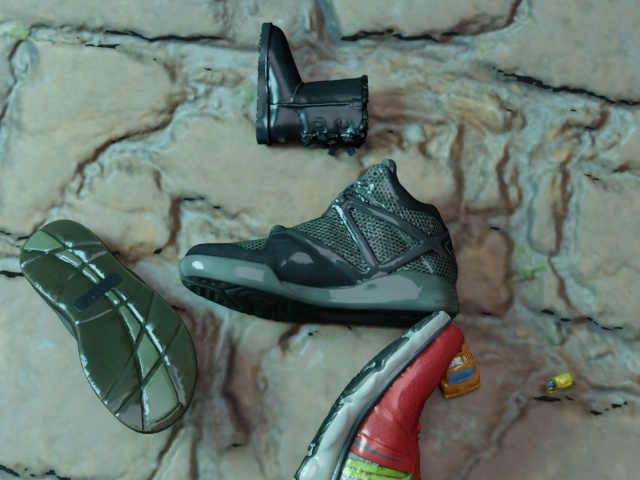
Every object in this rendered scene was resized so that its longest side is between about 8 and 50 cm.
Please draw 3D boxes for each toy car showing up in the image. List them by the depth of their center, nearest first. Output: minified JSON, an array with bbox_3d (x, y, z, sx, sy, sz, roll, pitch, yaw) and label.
[{"bbox_3d":[0.146,0.095,0.885,0.122,0.040,0.060,-2,71,0],"label":"toy car"}]

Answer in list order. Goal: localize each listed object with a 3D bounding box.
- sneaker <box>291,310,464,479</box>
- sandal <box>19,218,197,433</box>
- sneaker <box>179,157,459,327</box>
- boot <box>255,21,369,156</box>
[{"bbox_3d":[0.043,0.186,0.834,0.118,0.107,0.279,31,83,2],"label":"sneaker"},{"bbox_3d":[-0.173,0.071,0.891,0.090,0.060,0.219,-38,60,-18],"label":"sandal"},{"bbox_3d":[0.000,0.000,0.898,0.228,0.087,0.130,2,69,-2],"label":"sneaker"},{"bbox_3d":[-0.006,-0.136,0.964,0.099,0.045,0.121,0,78,3],"label":"boot"}]
